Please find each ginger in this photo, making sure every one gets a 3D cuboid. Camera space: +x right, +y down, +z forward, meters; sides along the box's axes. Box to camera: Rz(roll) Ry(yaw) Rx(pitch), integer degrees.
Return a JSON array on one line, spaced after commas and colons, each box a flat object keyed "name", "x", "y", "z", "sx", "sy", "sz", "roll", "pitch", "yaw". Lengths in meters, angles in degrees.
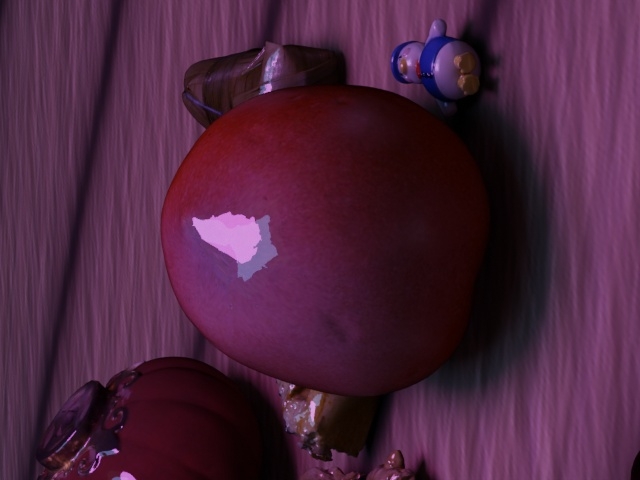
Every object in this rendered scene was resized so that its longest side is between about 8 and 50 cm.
[{"name": "ginger", "x": 0.043, "y": 0.301, "z": 1.882, "sx": 0.213, "sy": 0.074, "sz": 0.137, "roll": -20, "pitch": 80, "yaw": 49}]

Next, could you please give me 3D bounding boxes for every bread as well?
[{"name": "bread", "x": 0.019, "y": 0.146, "z": 1.895, "sx": 0.110, "sy": 0.103, "sz": 0.156, "roll": -38, "pitch": 65, "yaw": 37}]

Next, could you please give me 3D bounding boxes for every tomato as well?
[{"name": "tomato", "x": 0.000, "y": 0.000, "z": 1.713, "sx": 0.321, "sy": 0.321, "sz": 0.322, "roll": 3, "pitch": 94, "yaw": 56}]

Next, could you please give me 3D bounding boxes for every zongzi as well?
[{"name": "zongzi", "x": -0.070, "y": -0.096, "z": 1.997, "sx": 0.221, "sy": 0.112, "sz": 0.242, "roll": 0, "pitch": 93, "yaw": 55}]

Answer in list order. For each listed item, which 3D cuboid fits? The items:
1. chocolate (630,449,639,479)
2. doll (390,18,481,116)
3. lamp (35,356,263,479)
[{"name": "chocolate", "x": 0.307, "y": 0.220, "z": 1.471, "sx": 0.148, "sy": 0.080, "sz": 0.125, "roll": 44, "pitch": 126, "yaw": 45}, {"name": "doll", "x": 0.114, "y": -0.174, "z": 1.770, "sx": 0.143, "sy": 0.057, "sz": 0.099, "roll": 25, "pitch": 126, "yaw": 59}, {"name": "lamp", "x": -0.198, "y": 0.281, "z": 2.065, "sx": 0.303, "sy": 0.257, "sz": 0.303, "roll": -47, "pitch": 17, "yaw": 19}]
